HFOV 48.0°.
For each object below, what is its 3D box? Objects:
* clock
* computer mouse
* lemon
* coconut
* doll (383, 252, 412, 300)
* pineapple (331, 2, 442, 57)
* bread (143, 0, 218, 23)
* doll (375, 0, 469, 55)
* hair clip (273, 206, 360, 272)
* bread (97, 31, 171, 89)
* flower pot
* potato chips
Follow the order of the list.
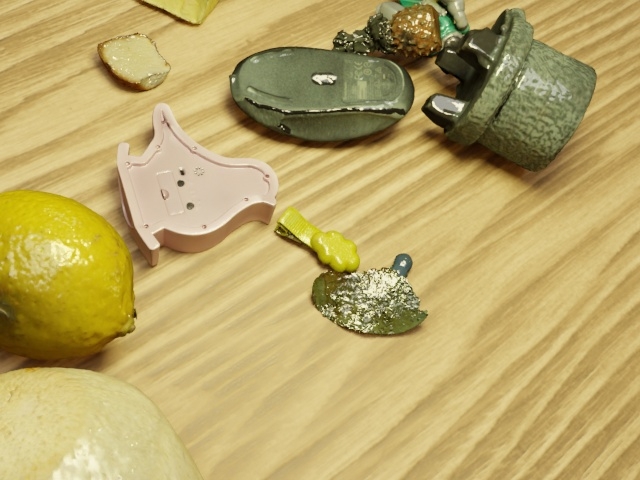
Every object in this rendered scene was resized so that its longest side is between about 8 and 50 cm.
[{"bbox_3d":[-0.238,-0.122,1.333,0.275,0.080,0.290,-17,68,-21],"label":"clock"},{"bbox_3d":[0.003,-0.292,1.462,0.373,0.114,0.203,5,63,-1],"label":"computer mouse"},{"bbox_3d":[-0.417,0.053,1.100,0.310,0.253,0.254,28,59,3],"label":"lemon"},{"bbox_3d":[-0.317,0.363,0.892,0.415,0.415,0.344,37,50,9],"label":"coconut"},{"bbox_3d":[0.139,0.076,1.342,0.037,0.027,0.125,27,62,3],"label":"doll"},{"bbox_3d":[0.139,-0.434,1.546,0.237,0.111,0.119,-8,29,16],"label":"pineapple"},{"bbox_3d":[-0.276,-0.601,1.611,0.167,0.163,0.264,26,27,1],"label":"bread"},{"bbox_3d":[0.261,-0.522,1.618,0.258,0.153,0.195,32,90,14],"label":"doll"},{"bbox_3d":[0.000,0.000,1.339,0.173,0.046,0.072,34,64,5],"label":"hair clip"},{"bbox_3d":[-0.376,-0.359,1.454,0.126,0.044,0.129,-28,68,-32],"label":"bread"},{"bbox_3d":[0.377,-0.320,1.465,0.282,0.299,0.299,24,59,-3],"label":"flower pot"},{"bbox_3d":[0.091,0.104,1.296,0.209,0.026,0.142,31,76,2],"label":"potato chips"}]
